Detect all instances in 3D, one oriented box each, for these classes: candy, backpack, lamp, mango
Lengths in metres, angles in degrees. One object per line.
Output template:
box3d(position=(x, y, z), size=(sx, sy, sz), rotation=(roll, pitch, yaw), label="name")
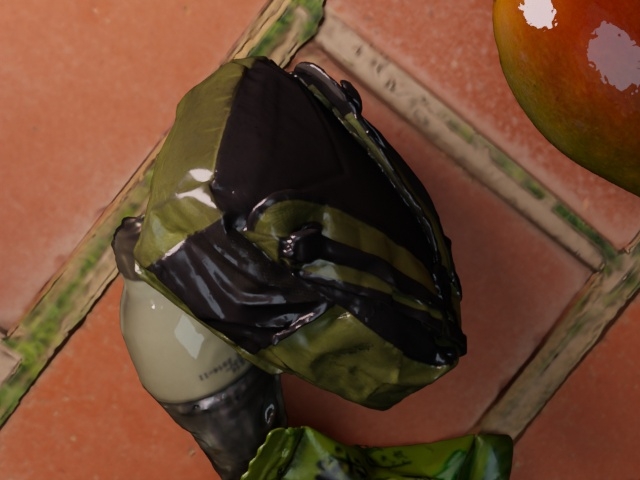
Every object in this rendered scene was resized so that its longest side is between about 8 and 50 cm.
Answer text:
box3d(position=(0.031, 0.203, 1.012), size=(0.246, 0.069, 0.149), rotation=(10, 106, -36), label="candy")
box3d(position=(0.000, 0.000, 0.900), size=(0.253, 0.207, 0.140), rotation=(39, 125, -24), label="backpack")
box3d(position=(-0.082, 0.090, 0.960), size=(0.101, 0.101, 0.250), rotation=(-24, 119, -2), label="lamp")
box3d(position=(0.241, -0.103, 0.948), size=(0.289, 0.129, 0.146), rotation=(34, 95, -22), label="mango")
